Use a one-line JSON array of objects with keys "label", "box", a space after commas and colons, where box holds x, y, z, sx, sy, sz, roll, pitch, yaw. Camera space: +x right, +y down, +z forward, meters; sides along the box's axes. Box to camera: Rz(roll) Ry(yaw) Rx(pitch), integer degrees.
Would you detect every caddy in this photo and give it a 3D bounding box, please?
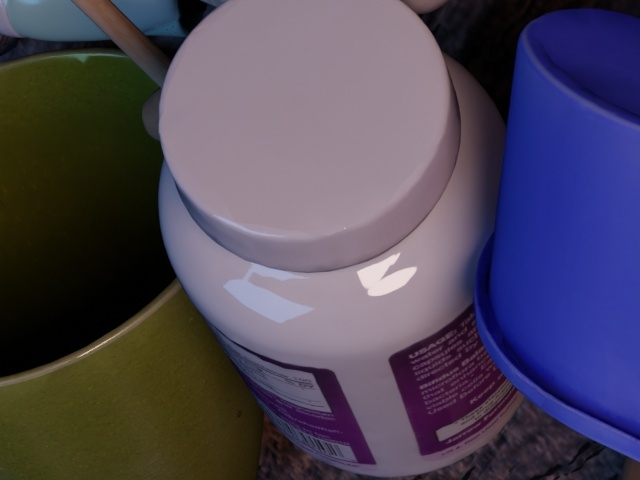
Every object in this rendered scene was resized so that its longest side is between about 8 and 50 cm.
[{"label": "caddy", "box": [0.219, 0.014, 0.739, 0.341, 0.241, 0.179, 26, 130, 37]}]

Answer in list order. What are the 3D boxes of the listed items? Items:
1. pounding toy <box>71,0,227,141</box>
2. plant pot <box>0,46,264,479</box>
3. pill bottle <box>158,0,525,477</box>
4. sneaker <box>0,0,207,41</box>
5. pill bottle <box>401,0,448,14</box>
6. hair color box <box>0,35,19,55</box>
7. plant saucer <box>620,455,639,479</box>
[{"label": "pounding toy", "box": [-0.048, -0.182, 0.946, 0.154, 0.155, 0.269, -5, 106, 25]}, {"label": "plant pot", "box": [-0.143, 0.075, 1.229, 0.275, 0.275, 0.293, 26, 151, 36]}, {"label": "pill bottle", "box": [0.017, -0.002, 0.929, 0.169, 0.169, 0.301, 40, 169, 22]}, {"label": "sneaker", "box": [-0.114, -0.237, 1.085, 0.151, 0.094, 0.256, 7, 109, 17]}, {"label": "pill bottle", "box": [0.009, -0.239, 0.838, 0.264, 0.146, 0.146, 49, 145, -4]}, {"label": "hair color box", "box": [-0.318, -0.281, 1.255, 0.347, 0.105, 0.174, 52, 145, 8]}, {"label": "plant saucer", "box": [0.210, 0.206, 0.900, 0.278, 0.041, 0.277, 171, 90, -78]}]
